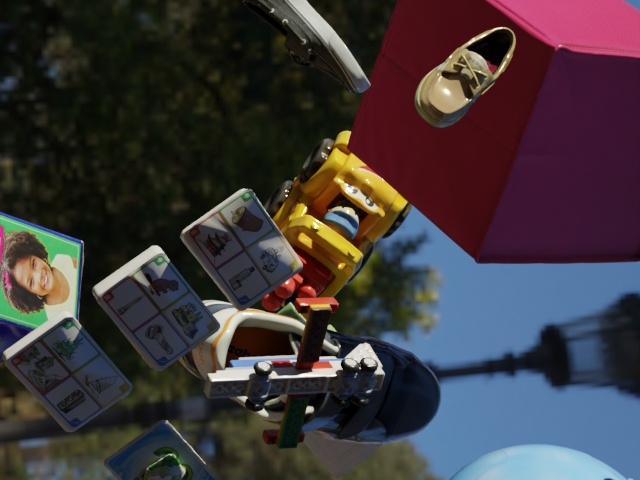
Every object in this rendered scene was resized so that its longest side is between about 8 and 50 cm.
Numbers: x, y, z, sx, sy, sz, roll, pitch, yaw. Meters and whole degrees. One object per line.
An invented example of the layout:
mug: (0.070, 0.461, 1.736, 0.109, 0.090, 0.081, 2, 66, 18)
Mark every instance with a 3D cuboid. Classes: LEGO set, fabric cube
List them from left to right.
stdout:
LEGO set: (-0.068, 0.087, 1.128, 0.244, 0.182, 0.060, 54, 0, -39)
fabric cube: (0.229, -0.146, 1.915, 0.258, 0.254, 0.259, 44, -57, 46)

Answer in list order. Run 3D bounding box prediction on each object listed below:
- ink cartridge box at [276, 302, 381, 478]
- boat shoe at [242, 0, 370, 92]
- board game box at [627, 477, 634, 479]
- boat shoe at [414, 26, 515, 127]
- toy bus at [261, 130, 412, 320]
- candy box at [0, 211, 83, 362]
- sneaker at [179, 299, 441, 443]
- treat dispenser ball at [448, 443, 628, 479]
ink cartridge box: (-0.002, 0.180, 2.178, 0.209, 0.109, 0.062, 50, 18, -4)
boat shoe: (-0.012, -0.164, 1.427, 0.142, 0.040, 0.049, 51, 1, 27)
board game box: (0.235, 0.379, 1.346, 0.316, 0.242, 0.064, -56, 170, 20)
boat shoe: (0.127, -0.147, 1.523, 0.050, 0.135, 0.045, 40, -43, 0)
toy bus: (0.000, 0.000, 2.228, 0.220, 0.149, 0.211, -47, -170, 36)
candy box: (-0.439, 0.039, 1.721, 0.268, 0.317, 0.122, -15, -113, 36)
sneaker: (0.000, 0.156, 1.912, 0.127, 0.321, 0.126, -160, -94, -70)
treat dispenser ball: (0.238, 0.367, 1.910, 0.288, 0.288, 0.288, 176, -90, -72)
